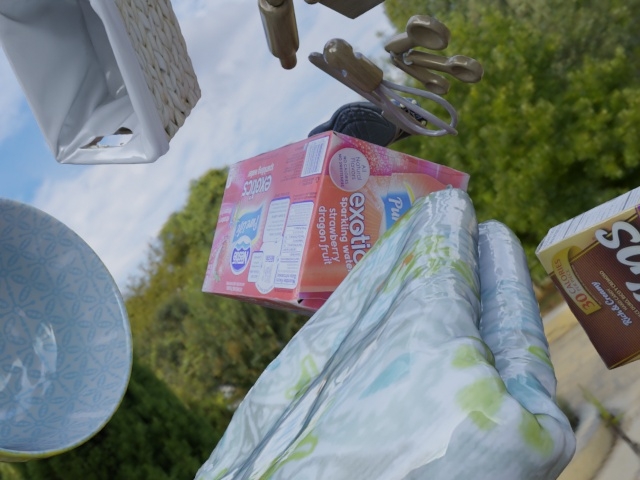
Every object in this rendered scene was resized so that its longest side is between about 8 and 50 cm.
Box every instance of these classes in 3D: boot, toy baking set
[{"bbox_3d":[0.102,-0.188,1.437,0.178,0.085,0.236,-23,4,-29],"label":"boot"},{"bbox_3d":[0.037,-0.150,0.798,0.256,0.197,0.030,93,-158,-77],"label":"toy baking set"}]

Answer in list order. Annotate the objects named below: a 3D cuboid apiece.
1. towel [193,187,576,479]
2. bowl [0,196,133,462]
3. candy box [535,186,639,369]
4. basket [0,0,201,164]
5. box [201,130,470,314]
[{"bbox_3d":[-0.009,0.128,0.514,0.320,0.090,0.374,-52,2,16],"label":"towel"},{"bbox_3d":[-0.365,0.113,0.986,0.156,0.289,0.289,-31,1,34],"label":"bowl"},{"bbox_3d":[0.262,0.008,0.645,0.187,0.109,0.053,-30,7,36],"label":"candy box"},{"bbox_3d":[-0.184,-0.159,0.770,0.113,0.167,0.103,1,37,23],"label":"basket"},{"bbox_3d":[0.000,0.000,0.904,0.300,0.142,0.154,-5,71,68],"label":"box"}]
